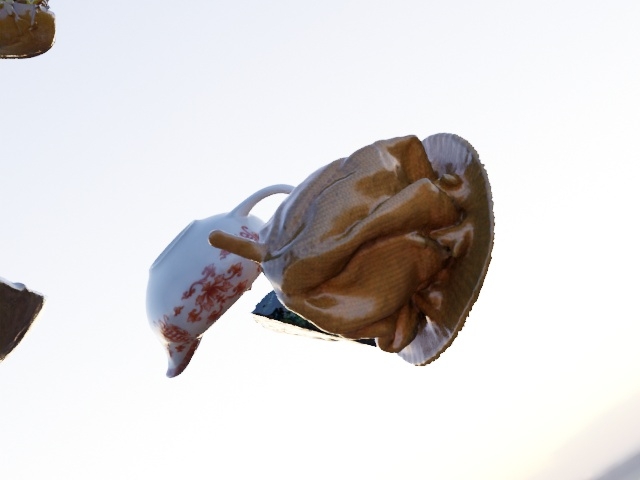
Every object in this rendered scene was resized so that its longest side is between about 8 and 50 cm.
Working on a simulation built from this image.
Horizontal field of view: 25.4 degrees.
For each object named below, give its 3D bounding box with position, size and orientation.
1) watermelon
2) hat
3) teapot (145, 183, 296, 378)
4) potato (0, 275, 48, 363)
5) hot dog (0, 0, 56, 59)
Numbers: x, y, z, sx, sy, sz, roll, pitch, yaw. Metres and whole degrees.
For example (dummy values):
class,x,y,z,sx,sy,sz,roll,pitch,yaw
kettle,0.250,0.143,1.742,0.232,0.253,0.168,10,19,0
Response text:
class,x,y,z,sx,sy,sz,roll,pitch,yaw
watermelon,-0.015,0.058,1.932,0.202,0.136,0.207,-11,43,30
hat,0.000,0.000,1.334,0.233,0.233,0.244,3,15,-26
teapot,-0.107,0.029,1.475,0.245,0.116,0.159,-42,-3,21
potato,-0.359,0.083,1.099,0.189,0.264,0.211,-69,18,-7
hot dog,-0.247,-0.144,0.877,0.165,0.071,0.045,1,-45,-18
